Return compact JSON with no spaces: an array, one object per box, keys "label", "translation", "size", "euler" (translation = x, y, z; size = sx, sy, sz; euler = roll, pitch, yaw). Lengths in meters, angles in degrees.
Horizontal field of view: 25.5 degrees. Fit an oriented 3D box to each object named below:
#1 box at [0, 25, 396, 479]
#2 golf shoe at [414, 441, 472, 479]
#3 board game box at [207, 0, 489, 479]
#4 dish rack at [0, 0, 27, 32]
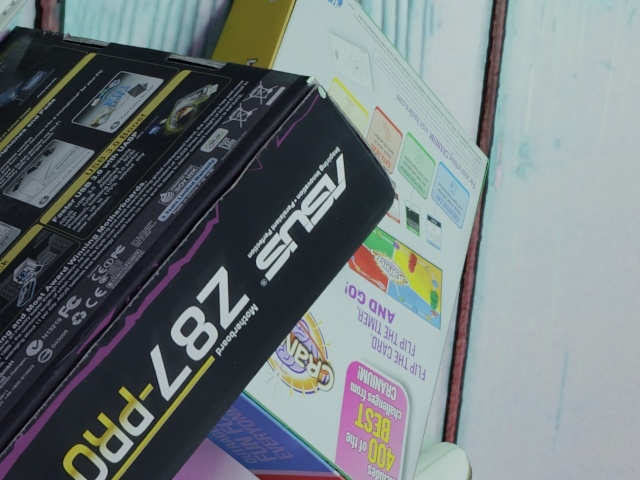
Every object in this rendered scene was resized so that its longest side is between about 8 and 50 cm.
[{"label":"box","translation":[-0.192,0.064,0.735],"size":[0.395,0.318,0.097],"euler":[-52,128,-18]},{"label":"golf shoe","translation":[0.045,0.205,1.112],"size":[0.186,0.067,0.086],"euler":[-31,116,-28]},{"label":"board game box","translation":[0.000,0.000,0.950],"size":[0.242,0.064,0.317],"euler":[45,48,-35]},{"label":"dish rack","translation":[-0.251,-0.219,0.712],"size":[0.333,0.072,0.286],"euler":[60,44,-35]}]
